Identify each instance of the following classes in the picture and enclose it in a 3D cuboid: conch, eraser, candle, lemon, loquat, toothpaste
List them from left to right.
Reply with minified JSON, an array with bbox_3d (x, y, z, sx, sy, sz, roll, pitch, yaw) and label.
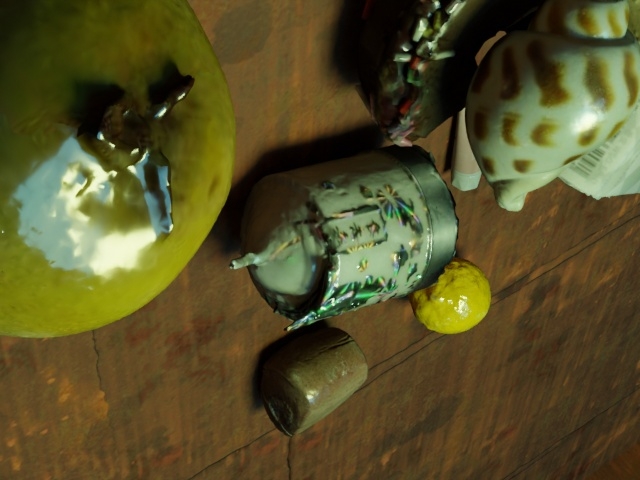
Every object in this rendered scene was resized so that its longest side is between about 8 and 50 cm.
[{"bbox_3d":[-0.244,-0.092,1.225,0.328,0.359,0.328,-3,95,-43],"label":"loquat"},{"bbox_3d":[0.000,0.000,1.790,0.330,0.187,0.187,-15,143,-38],"label":"candle"},{"bbox_3d":[0.187,0.078,2.230,0.114,0.114,0.155,-48,164,13],"label":"lemon"},{"bbox_3d":[0.195,-0.145,1.992,0.067,0.043,0.194,-24,143,-25],"label":"toothpaste"},{"bbox_3d":[0.243,-0.166,1.610,0.148,0.183,0.275,35,104,-29],"label":"conch"},{"bbox_3d":[0.510,-0.234,2.217,0.213,0.082,0.397,-8,138,-48],"label":"eraser"}]

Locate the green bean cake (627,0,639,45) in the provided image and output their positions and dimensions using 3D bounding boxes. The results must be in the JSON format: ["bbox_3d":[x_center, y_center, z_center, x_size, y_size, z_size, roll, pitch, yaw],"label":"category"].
[{"bbox_3d":[0.452,-0.317,1.989,0.179,0.109,0.085,-23,147,-32],"label":"green bean cake"}]

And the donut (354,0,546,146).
[{"bbox_3d":[0.178,-0.267,1.683,0.345,0.136,0.259,-34,151,-15],"label":"donut"}]

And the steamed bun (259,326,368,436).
[{"bbox_3d":[-0.010,0.189,2.155,0.145,0.106,0.175,-34,166,-26],"label":"steamed bun"}]
